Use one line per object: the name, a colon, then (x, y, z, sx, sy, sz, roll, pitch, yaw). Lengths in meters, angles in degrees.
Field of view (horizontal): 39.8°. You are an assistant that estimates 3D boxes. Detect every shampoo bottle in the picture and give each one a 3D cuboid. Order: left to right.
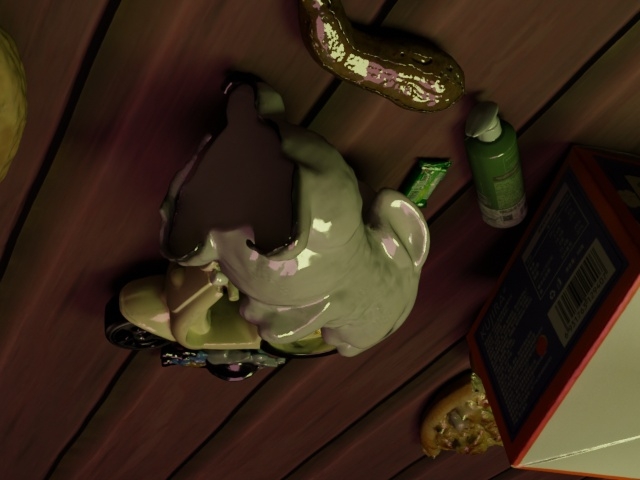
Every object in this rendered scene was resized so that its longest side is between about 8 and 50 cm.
shampoo bottle: (0.208, -0.090, 1.060, 0.065, 0.065, 0.204, -14, 145, 10)

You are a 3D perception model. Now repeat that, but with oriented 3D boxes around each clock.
clock: (-0.089, 0.075, 1.212, 0.379, 0.120, 0.276, 3, 147, -23)

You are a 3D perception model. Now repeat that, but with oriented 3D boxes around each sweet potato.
sweet potato: (0.051, -0.191, 0.893, 0.233, 0.062, 0.081, 23, 120, -31)

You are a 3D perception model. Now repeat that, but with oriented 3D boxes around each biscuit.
biscuit: (0.129, -0.073, 1.112, 0.046, 0.016, 0.089, 4, 144, -19)

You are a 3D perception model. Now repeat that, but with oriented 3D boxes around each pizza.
pizza: (0.310, 0.352, 1.707, 0.223, 0.089, 0.323, 3, 145, -9)

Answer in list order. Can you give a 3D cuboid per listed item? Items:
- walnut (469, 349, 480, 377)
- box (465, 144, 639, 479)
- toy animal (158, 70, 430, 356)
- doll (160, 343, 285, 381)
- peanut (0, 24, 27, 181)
walnut: (0.300, 0.176, 1.428, 0.116, 0.116, 0.207, -3, 146, -7)
box: (0.414, 0.103, 1.136, 0.318, 0.257, 0.348, 8, 126, -16)
toy animal: (0.000, 0.000, 1.000, 0.194, 0.258, 0.357, 8, 165, 37)
doll: (-0.153, 0.186, 1.392, 0.195, 0.070, 0.096, 5, 160, -5)
peanut: (-0.373, -0.116, 0.843, 0.174, 0.158, 0.340, 38, 127, -9)
